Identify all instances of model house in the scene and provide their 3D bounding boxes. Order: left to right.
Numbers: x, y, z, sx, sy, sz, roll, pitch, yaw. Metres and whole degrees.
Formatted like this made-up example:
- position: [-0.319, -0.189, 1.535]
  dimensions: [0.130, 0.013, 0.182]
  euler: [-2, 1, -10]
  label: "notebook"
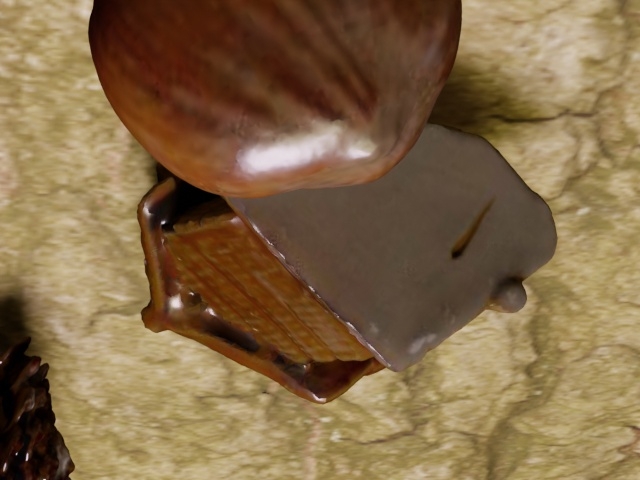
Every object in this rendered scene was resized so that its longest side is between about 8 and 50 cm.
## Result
- position: [0.001, 0.000, 1.240]
  dimensions: [0.229, 0.199, 0.219]
  euler: [-10, 117, 55]
  label: "model house"

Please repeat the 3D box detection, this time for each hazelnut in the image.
- position: [-0.021, -0.110, 1.035]
  dimensions: [0.210, 0.210, 0.186]
  euler: [-5, 173, -9]
  label: "hazelnut"

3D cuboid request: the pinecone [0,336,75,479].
- position: [-0.327, 0.172, 1.325]
  dimensions: [0.292, 0.246, 0.246]
  euler: [13, 142, 0]
  label: "pinecone"
